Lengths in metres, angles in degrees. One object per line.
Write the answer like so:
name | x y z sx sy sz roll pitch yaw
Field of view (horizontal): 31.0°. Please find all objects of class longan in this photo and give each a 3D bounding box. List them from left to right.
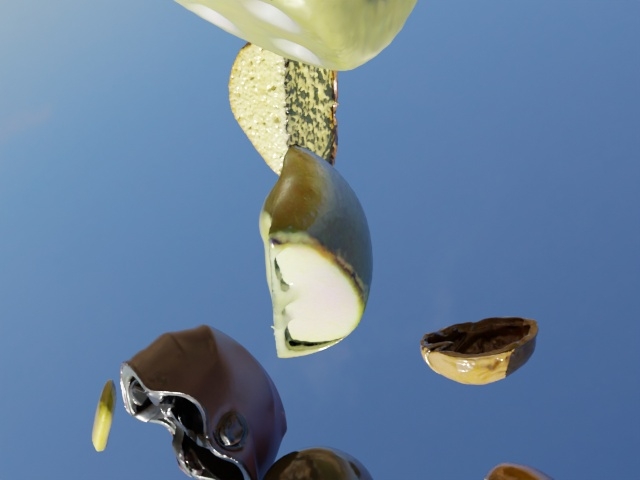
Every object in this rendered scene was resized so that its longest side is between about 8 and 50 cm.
longan | -0.001 0.417 1.817 0.198 0.198 0.212 -11 -167 45

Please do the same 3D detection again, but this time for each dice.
dice | -0.029 -0.311 1.095 0.233 0.238 0.227 24 -95 23

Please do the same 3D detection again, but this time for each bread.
bread | -0.054 -0.214 1.637 0.134 0.260 0.129 20 -143 35

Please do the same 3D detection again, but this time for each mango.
mango | 0.342 0.415 1.844 0.102 0.141 0.217 -37 -176 -9

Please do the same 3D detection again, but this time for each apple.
apple | 0.000 0.000 1.267 0.120 0.265 0.193 4 -124 3

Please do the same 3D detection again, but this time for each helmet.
helmet | -0.172 0.283 1.953 0.197 0.338 0.271 -46 177 -27

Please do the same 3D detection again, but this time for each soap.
soap | -0.381 0.314 2.029 0.089 0.033 0.168 -83 -171 -47

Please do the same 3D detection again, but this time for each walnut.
walnut | 0.279 0.199 1.985 0.211 0.087 0.167 -11 -166 -10
